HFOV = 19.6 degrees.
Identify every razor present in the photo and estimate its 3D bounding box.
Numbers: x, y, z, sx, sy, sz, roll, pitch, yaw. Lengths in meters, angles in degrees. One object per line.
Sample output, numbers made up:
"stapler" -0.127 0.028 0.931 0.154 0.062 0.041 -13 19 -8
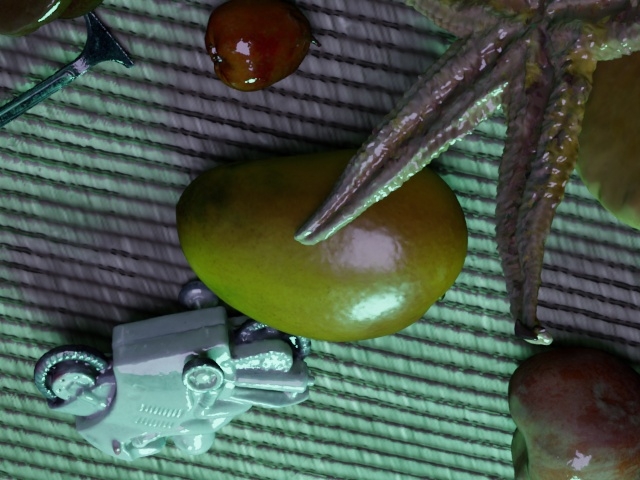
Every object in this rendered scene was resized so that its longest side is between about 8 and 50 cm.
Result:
"razor" -0.259 -0.128 1.634 0.190 0.033 0.066 -30 112 20

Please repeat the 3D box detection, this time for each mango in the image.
"mango" 0.004 0.006 1.632 0.254 0.139 0.175 -3 110 15

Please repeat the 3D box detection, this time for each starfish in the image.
"starfish" 0.134 -0.139 1.427 0.398 0.132 0.384 21 92 30

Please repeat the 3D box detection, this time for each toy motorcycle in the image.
"toy motorcycle" -0.131 0.138 1.741 0.260 0.110 0.171 -9 134 2

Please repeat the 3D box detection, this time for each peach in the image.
"peach" 0.246 0.173 1.716 0.152 0.152 0.152 2 119 3

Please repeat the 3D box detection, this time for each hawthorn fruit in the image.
"hawthorn fruit" -0.048 -0.170 1.575 0.093 0.081 0.081 -21 119 -17

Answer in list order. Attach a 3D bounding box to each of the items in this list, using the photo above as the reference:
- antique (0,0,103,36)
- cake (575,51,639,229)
"antique" -0.188 -0.291 1.480 0.121 0.143 0.257 26 113 13
"cake" 0.400 -0.117 1.453 0.321 0.332 0.332 18 122 -34
